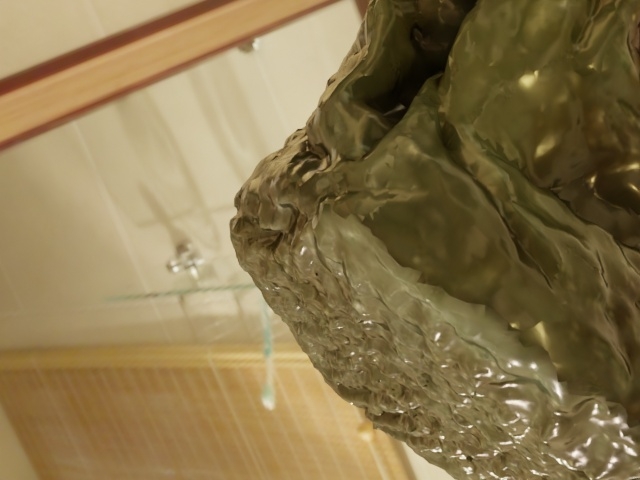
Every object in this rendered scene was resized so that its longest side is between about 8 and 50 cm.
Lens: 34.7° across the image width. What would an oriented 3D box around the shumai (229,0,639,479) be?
[{"bbox_3d":[0.096,-0.009,0.456,0.222,0.225,0.260,-49,163,-21],"label":"shumai"}]
